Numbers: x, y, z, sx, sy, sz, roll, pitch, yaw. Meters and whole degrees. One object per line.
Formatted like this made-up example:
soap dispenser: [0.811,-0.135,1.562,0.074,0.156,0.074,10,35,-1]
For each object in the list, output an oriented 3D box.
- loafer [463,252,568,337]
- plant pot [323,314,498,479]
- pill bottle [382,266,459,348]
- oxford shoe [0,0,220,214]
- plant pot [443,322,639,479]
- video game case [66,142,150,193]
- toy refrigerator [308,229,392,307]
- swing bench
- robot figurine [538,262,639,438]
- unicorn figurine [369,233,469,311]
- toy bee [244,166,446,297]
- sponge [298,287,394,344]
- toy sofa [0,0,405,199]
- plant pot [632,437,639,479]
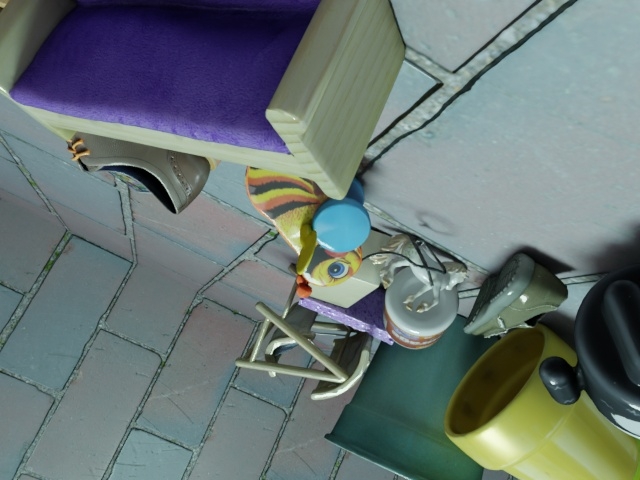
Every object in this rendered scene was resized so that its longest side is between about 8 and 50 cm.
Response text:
loafer: [0.277,0.100,0.778,0.088,0.094,0.251,26,164,9]
plant pot: [0.229,0.337,1.158,0.341,0.334,0.341,23,164,7]
pill bottle: [0.174,0.129,0.966,0.121,0.121,0.216,21,163,12]
oxford shoe: [-0.291,-0.165,0.680,0.364,0.132,0.130,34,161,-30]
plant pot: [0.383,0.311,0.909,0.239,0.254,0.254,41,164,3]
video game case: [-0.372,-0.146,1.046,0.201,0.023,0.183,7,156,42]
toy refrigerator: [0.038,0.046,0.955,0.102,0.094,0.269,18,165,-2]
swing bench: [-0.011,0.205,1.183,0.255,0.165,0.253,23,-161,6]
robot figurine: [0.379,0.132,0.595,0.209,0.173,0.278,22,165,35]
unicorn figurine: [0.159,0.052,0.814,0.162,0.111,0.060,46,166,-19]
toy bee: [0.000,0.000,0.683,0.298,0.162,0.195,47,-160,-3]
sponge: [0.069,0.127,1.117,0.210,0.117,0.031,23,131,1]
toy sofa: [-0.131,-0.165,0.433,0.363,0.150,0.177,15,162,28]
plant pot: [0.608,0.396,1.037,0.228,0.207,0.227,33,162,-28]
